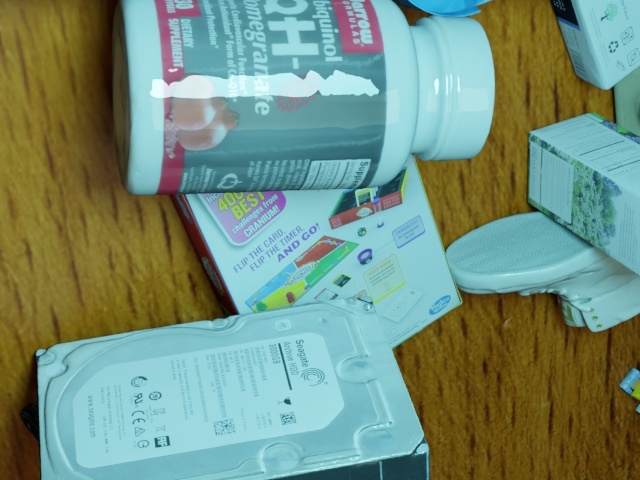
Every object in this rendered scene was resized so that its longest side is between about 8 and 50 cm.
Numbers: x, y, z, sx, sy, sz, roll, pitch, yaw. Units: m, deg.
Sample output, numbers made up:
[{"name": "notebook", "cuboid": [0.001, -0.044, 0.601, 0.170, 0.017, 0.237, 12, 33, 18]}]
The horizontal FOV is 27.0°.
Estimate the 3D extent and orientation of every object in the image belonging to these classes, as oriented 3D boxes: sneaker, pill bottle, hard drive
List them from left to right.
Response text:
[{"name": "hard drive", "cuboid": [-0.090, 0.163, 1.239, 0.339, 0.237, 0.064, -8, 126, -7]}, {"name": "pill bottle", "cuboid": [-0.018, -0.131, 1.177, 0.319, 0.176, 0.176, -3, 117, -14]}, {"name": "sneaker", "cuboid": [0.281, 0.050, 1.558, 0.293, 0.108, 0.169, -13, 130, -15]}]

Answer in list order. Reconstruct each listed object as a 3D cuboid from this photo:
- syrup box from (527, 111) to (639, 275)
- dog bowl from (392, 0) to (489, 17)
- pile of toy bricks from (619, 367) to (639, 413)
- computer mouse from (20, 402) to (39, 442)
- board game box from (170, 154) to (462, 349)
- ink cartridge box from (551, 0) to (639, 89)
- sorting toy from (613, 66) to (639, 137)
[{"name": "syrup box", "cuboid": [0.331, -0.049, 1.450, 0.096, 0.237, 0.093, -18, 122, -24]}, {"name": "dog bowl", "cuboid": [0.164, -0.308, 1.284, 0.297, 0.074, 0.165, -17, 101, -25]}, {"name": "pile of toy bricks", "cuboid": [0.498, 0.161, 1.755, 0.212, 0.105, 0.118, -51, 130, 1]}, {"name": "computer mouse", "cuboid": [-0.220, 0.256, 1.344, 0.041, 0.071, 0.242, -38, 109, -20]}, {"name": "board game box", "cuboid": [0.000, 0.000, 1.379, 0.242, 0.064, 0.316, -31, 127, -15]}, {"name": "ink cartridge box", "cuboid": [0.398, -0.325, 1.458, 0.333, 0.065, 0.165, -35, 128, -10]}, {"name": "sorting toy", "cuboid": [0.497, -0.129, 1.529, 0.307, 0.041, 0.229, -5, 121, 12]}]
